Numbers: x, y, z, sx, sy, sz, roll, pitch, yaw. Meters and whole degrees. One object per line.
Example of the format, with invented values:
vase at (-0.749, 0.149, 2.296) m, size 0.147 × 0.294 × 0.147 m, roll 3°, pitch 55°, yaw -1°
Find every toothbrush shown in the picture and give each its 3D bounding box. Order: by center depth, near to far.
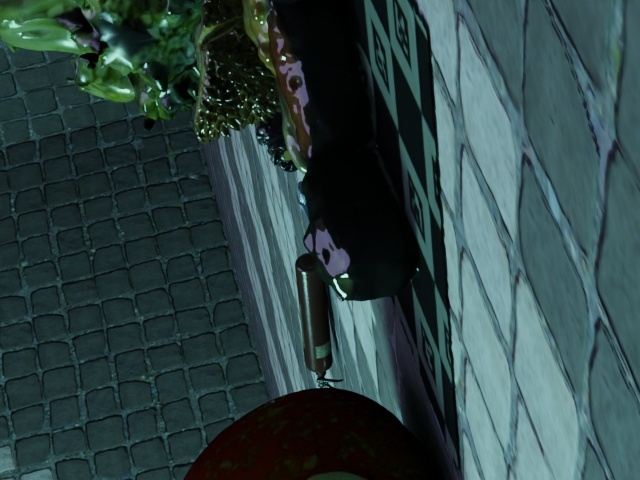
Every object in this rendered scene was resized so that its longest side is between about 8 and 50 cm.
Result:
toothbrush at (0.000, 0.000, 1.439) m, size 0.193 × 0.013 × 0.019 m, roll -110°, pitch 17°, yaw -55°

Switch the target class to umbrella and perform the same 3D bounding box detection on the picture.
umbrella at (-0.041, -0.100, 1.489) m, size 0.144 × 0.040 × 0.037 m, roll -113°, pitch 3°, yaw -67°

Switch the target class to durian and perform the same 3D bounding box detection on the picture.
durian at (-0.058, -0.154, 1.279) m, size 0.188 × 0.091 × 0.148 m, roll -112°, pitch 22°, yaw -76°

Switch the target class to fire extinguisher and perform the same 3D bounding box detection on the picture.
fire extinguisher at (-0.004, 0.081, 1.581) m, size 0.049 × 0.035 × 0.173 m, roll -115°, pitch 16°, yaw -50°

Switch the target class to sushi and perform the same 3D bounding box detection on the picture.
sushi at (-0.001, -0.085, 0.982) m, size 0.359 × 0.064 × 0.343 m, roll -110°, pitch 8°, yaw -45°

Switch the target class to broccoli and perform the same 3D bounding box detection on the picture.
broccoli at (-0.254, -0.300, 1.886) m, size 0.293 × 0.280 × 0.348 m, roll -117°, pitch 9°, yaw -73°

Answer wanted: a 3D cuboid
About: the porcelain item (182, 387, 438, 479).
porcelain item at (-0.021, 0.231, 1.099) m, size 0.253 × 0.252 × 0.253 m, roll 167°, pitch 90°, yaw -85°
